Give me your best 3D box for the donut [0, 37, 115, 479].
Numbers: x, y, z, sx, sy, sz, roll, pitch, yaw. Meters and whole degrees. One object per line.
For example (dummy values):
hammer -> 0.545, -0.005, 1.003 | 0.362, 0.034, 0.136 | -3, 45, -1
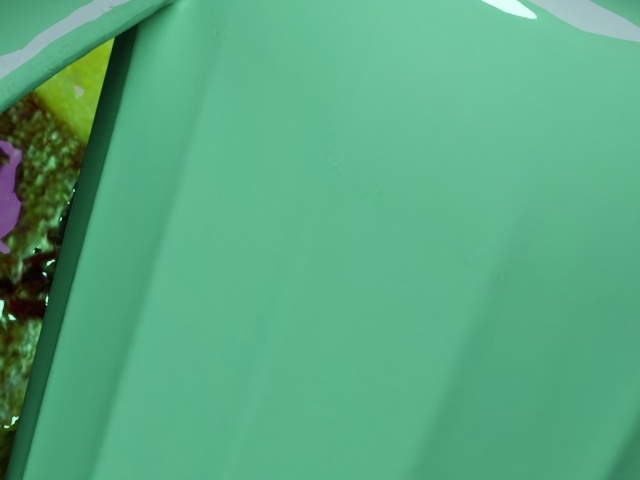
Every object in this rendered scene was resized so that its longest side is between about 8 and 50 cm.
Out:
donut -> -0.077, -0.026, 0.674 | 0.295, 0.112, 0.151 | -50, 56, 6

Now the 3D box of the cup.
cup -> 0.014, 0.005, 0.485 | 0.236, 0.323, 0.326 | -111, 32, -48
